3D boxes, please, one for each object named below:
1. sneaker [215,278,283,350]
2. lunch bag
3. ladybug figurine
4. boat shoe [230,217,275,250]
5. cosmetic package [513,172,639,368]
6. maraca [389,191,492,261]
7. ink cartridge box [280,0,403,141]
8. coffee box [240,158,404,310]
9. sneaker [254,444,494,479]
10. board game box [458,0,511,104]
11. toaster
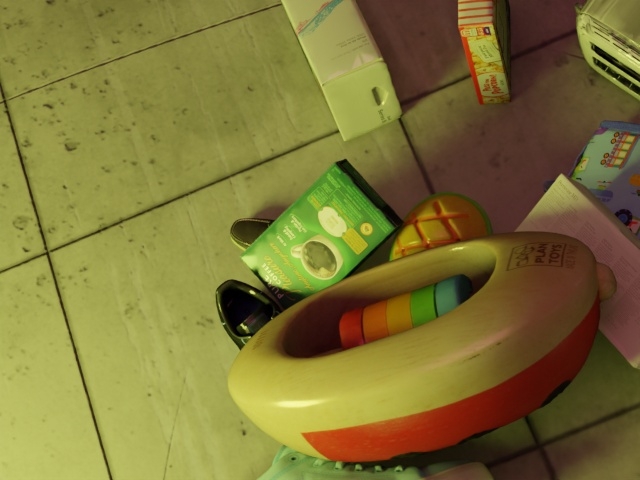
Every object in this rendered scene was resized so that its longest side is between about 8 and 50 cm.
[{"bbox_3d":[-0.049,0.139,1.918,0.081,0.090,0.232,-44,63,-8],"label":"sneaker"},{"bbox_3d":[0.390,-0.020,1.871,0.293,0.138,0.221,20,76,31],"label":"lunch bag"},{"bbox_3d":[0.117,0.126,1.748,0.449,0.162,0.305,-18,20,23],"label":"ladybug figurine"},{"bbox_3d":[-0.047,-0.004,2.006,0.152,0.049,0.056,13,68,18],"label":"boat shoe"},{"bbox_3d":[0.326,0.036,1.782,0.099,0.060,0.239,-53,49,17],"label":"cosmetic package"},{"bbox_3d":[0.138,0.030,1.921,0.127,0.099,0.186,26,92,30],"label":"maraca"},{"bbox_3d":[0.019,-0.259,2.048,0.093,0.154,0.212,-26,63,1],"label":"ink cartridge box"},{"bbox_3d":[0.000,0.000,1.937,0.113,0.040,0.184,47,113,6],"label":"coffee box"},{"bbox_3d":[0.013,0.287,1.812,0.365,0.135,0.150,-17,66,5],"label":"sneaker"},{"bbox_3d":[0.208,-0.282,1.989,0.045,0.193,0.147,-4,65,12],"label":"board game box"},{"bbox_3d":[0.426,-0.256,1.963,0.227,0.129,0.146,39,84,24],"label":"toaster"}]
